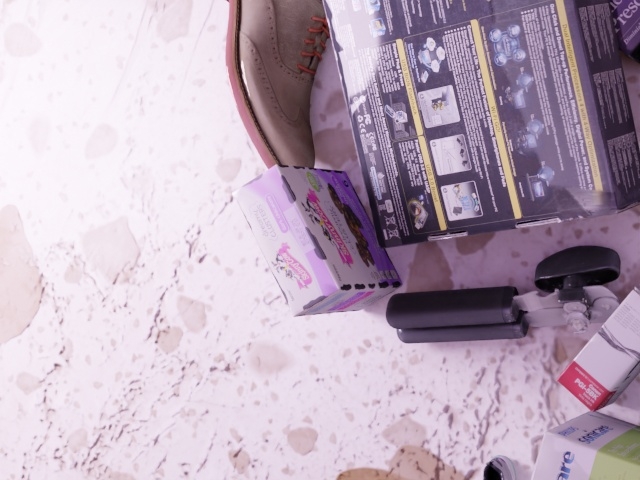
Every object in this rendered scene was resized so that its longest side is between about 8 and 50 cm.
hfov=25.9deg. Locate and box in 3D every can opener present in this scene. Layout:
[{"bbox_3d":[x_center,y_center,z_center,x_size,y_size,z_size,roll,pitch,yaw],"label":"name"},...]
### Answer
[{"bbox_3d":[0.216,0.072,1.623,0.280,0.074,0.093,-9,51,23],"label":"can opener"}]

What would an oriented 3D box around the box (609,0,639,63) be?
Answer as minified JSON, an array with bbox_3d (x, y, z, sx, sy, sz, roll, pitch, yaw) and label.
[{"bbox_3d":[0.372,-0.352,1.529,0.184,0.103,0.261,46,107,21],"label":"box"}]

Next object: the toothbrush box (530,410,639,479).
[{"bbox_3d":[0.378,0.286,1.462,0.283,0.206,0.122,19,98,23],"label":"toothbrush box"}]

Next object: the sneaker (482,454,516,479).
[{"bbox_3d":[0.210,0.301,1.613,0.038,0.069,0.098,-25,79,23],"label":"sneaker"}]

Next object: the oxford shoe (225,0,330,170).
[{"bbox_3d":[-0.042,-0.241,1.707,0.130,0.123,0.348,-13,85,19],"label":"oxford shoe"}]

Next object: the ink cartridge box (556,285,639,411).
[{"bbox_3d":[0.335,0.119,1.541,0.056,0.099,0.135,43,107,19],"label":"ink cartridge box"}]

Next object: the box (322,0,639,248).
[{"bbox_3d":[0.168,-0.205,1.553,0.318,0.097,0.395,-10,96,39],"label":"box"}]

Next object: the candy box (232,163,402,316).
[{"bbox_3d":[0.000,0.000,1.642,0.070,0.196,0.165,-31,78,21],"label":"candy box"}]
